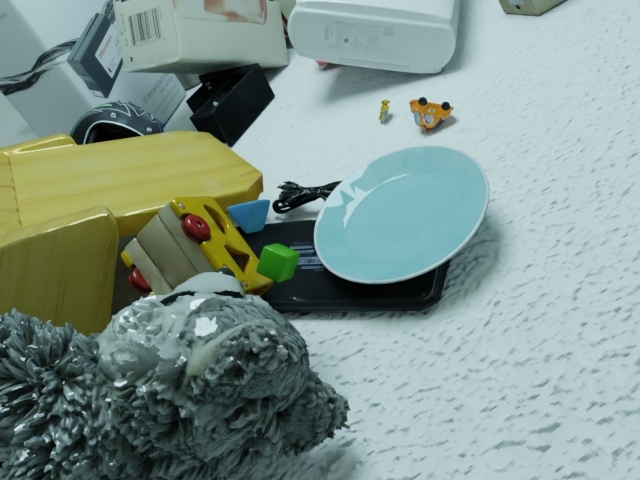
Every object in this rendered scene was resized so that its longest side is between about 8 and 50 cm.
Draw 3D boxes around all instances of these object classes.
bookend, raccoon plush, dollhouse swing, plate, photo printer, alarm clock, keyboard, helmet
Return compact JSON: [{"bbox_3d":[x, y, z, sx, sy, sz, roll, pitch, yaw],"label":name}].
[{"bbox_3d":[-0.193,-0.243,1.044,0.157,0.072,0.156,3,47,37],"label":"bookend"},{"bbox_3d":[-0.152,0.227,0.412,0.299,0.216,0.446,1,75,23],"label":"raccoon plush"},{"bbox_3d":[-0.280,0.016,0.779,0.305,0.315,0.347,0,22,-32],"label":"dollhouse swing"},{"bbox_3d":[0.082,-0.026,0.587,0.188,0.024,0.188,-19,42,18],"label":"plate"},{"bbox_3d":[0.105,-0.403,0.948,0.256,0.107,0.307,10,46,9],"label":"photo printer"},{"bbox_3d":[-0.298,-0.401,1.319,0.192,0.064,0.129,17,56,41],"label":"alarm clock"},{"bbox_3d":[0.000,0.000,0.657,0.317,0.033,0.201,-3,50,30],"label":"keyboard"},{"bbox_3d":[-0.342,-0.152,0.960,0.169,0.169,0.161,24,78,48],"label":"helmet"}]

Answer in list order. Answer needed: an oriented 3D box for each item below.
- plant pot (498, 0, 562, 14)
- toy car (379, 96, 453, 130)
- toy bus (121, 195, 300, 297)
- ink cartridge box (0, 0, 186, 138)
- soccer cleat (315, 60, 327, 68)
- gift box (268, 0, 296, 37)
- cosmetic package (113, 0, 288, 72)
[{"bbox_3d":[0.327,-0.412,0.877,0.096,0.109,0.109,-48,38,-5],"label":"plant pot"},{"bbox_3d":[0.130,-0.172,0.788,0.122,0.060,0.040,-158,77,-66],"label":"toy car"},{"bbox_3d":[-0.100,0.051,0.573,0.191,0.202,0.104,9,10,22],"label":"toy bus"},{"bbox_3d":[-0.474,-0.362,1.102,0.166,0.395,0.285,-11,40,25],"label":"ink cartridge box"},{"bbox_3d":[0.037,-0.429,1.094,0.083,0.095,0.248,-3,44,32],"label":"soccer cleat"},{"bbox_3d":[-0.058,-0.603,1.180,0.276,0.258,0.255,-7,37,54],"label":"gift box"},{"bbox_3d":[-0.212,-0.385,1.064,0.153,0.129,0.296,0,12,33],"label":"cosmetic package"}]
